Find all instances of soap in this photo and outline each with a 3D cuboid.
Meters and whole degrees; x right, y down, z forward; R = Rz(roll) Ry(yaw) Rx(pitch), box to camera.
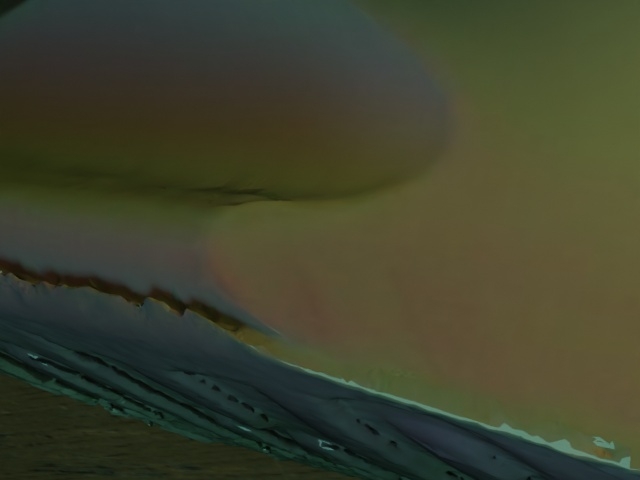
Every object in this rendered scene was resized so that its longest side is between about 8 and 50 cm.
[{"bbox_3d":[0.000,0.000,0.595,0.446,0.156,0.261,9,164,35],"label":"soap"}]
